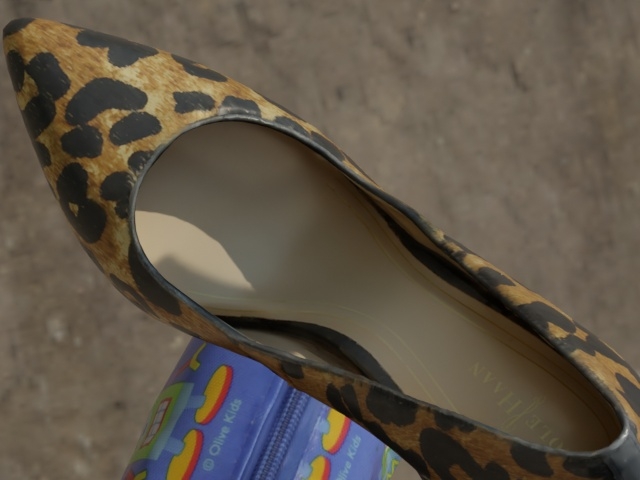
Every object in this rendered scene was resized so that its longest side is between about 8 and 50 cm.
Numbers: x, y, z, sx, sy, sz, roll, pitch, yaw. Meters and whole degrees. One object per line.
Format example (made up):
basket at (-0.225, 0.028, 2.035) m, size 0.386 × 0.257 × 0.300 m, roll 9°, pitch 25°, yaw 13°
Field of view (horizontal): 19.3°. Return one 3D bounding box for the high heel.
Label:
high heel at (0.000, 0.000, 0.616) m, size 0.261 × 0.186 × 0.093 m, roll 42°, pitch 77°, yaw -4°

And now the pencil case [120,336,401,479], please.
pencil case at (-0.040, 0.134, 0.776) m, size 0.119 × 0.133 × 0.306 m, roll 29°, pitch 63°, yaw -7°
